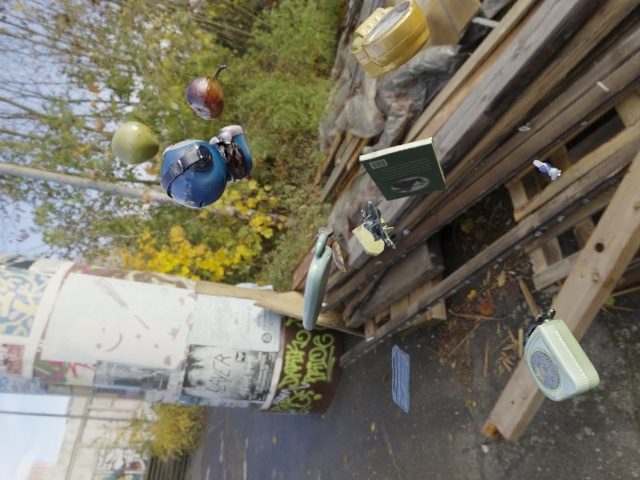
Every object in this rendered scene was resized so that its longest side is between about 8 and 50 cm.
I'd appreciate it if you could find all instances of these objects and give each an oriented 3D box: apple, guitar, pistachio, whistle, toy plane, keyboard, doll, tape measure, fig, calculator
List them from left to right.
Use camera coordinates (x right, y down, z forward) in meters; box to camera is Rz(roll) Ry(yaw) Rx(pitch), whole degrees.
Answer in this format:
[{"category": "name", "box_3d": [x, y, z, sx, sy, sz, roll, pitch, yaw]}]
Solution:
[{"category": "apple", "box_3d": [-0.807, -0.423, 1.775, 0.200, 0.200, 0.200, -169, 90, -72]}, {"category": "doll", "box_3d": [-0.396, -0.245, 1.386, 0.240, 0.310, 0.284, 59, 150, 3]}, {"category": "fig", "box_3d": [-0.455, -0.584, 1.603, 0.148, 0.149, 0.202, -9, 90, 37]}, {"category": "calculator", "box_3d": [-0.007, 0.121, 1.152, 0.185, 0.041, 0.299, -60, -19, -61]}, {"category": "guitar", "box_3d": [0.000, 0.000, 2.224, 0.233, 0.088, 0.025, -58, -30, -46]}, {"category": "pistachio", "box_3d": [0.088, 0.083, 1.961, 0.089, 0.049, 0.173, 44, -150, -76]}, {"category": "toy plane", "box_3d": [0.190, -0.063, 1.437, 0.088, 0.262, 0.192, -42, 58, 6]}, {"category": "keyboard", "box_3d": [0.307, 0.525, 1.537, 0.106, 0.016, 0.262, 28, 126, 57]}, {"category": "whistle", "box_3d": [0.658, -0.208, 1.182, 0.033, 0.029, 0.083, -53, 55, 15]}, {"category": "tape measure", "box_3d": [0.725, 0.362, 1.255, 0.207, 0.115, 0.235, 87, 167, -56]}]

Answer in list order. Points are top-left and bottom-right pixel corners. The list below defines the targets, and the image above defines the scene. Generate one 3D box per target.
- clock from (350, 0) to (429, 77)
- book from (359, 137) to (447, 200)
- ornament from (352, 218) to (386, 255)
[{"category": "clock", "box_3d": [0.261, -0.730, 1.468, 0.244, 0.200, 0.317, -47, 25, 6]}, {"category": "book", "box_3d": [0.328, -0.260, 1.554, 0.371, 0.260, 0.043, 37, -134, -61]}, {"category": "ornament", "box_3d": [0.258, -0.029, 2.175, 0.059, 0.180, 0.201, 123, 157, -74]}]
